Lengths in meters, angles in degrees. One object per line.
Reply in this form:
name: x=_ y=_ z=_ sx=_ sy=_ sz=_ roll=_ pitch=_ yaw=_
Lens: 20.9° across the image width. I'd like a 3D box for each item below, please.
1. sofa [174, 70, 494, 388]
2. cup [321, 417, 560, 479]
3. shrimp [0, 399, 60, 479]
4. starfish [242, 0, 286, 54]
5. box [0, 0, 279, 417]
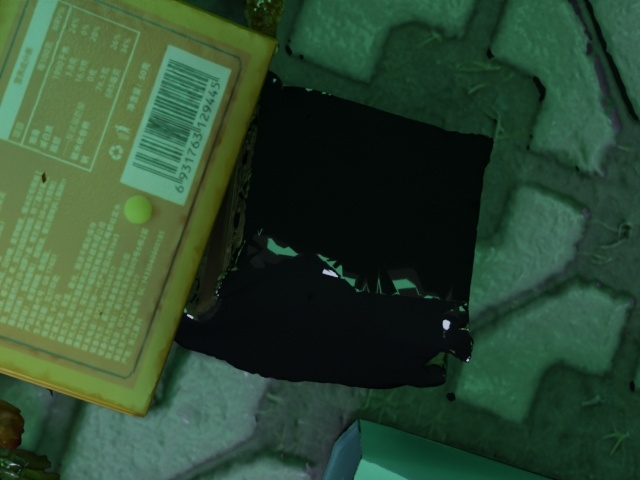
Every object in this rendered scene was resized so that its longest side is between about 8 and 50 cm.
sofa: x=0.000 y=0.000 z=1.411 sx=0.258 sy=0.182 sz=0.200 roll=14 pitch=70 yaw=-19
cup: x=0.115 y=0.243 z=1.458 sx=0.235 sy=0.134 sz=0.148 roll=19 pitch=53 yaw=-12
shrimp: x=-0.279 y=0.160 z=1.296 sx=0.150 sy=0.248 sz=0.068 roll=-29 pitch=65 yaw=19
starfish: x=-0.147 y=-0.316 z=1.352 sx=0.293 sy=0.084 sz=0.301 roll=13 pitch=75 yaw=-13
box: x=-0.202 y=-0.046 z=1.267 sx=0.214 sy=0.259 sz=0.283 roll=22 pitch=85 yaw=-19
